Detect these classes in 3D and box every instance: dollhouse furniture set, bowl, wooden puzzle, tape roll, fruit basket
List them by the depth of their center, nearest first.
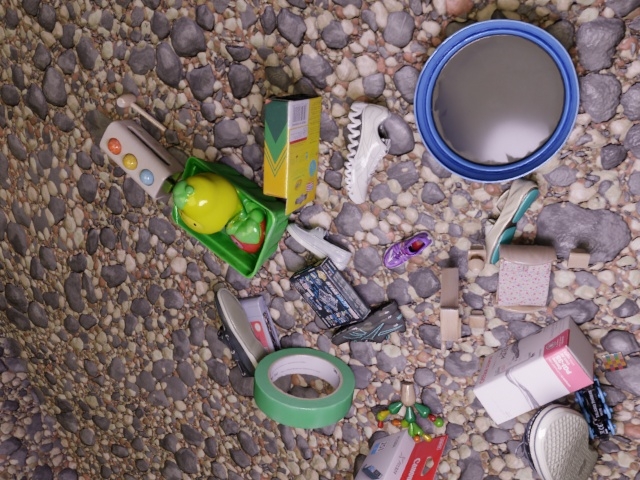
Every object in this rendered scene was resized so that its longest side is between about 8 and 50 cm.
[{"bbox_3d":[0.432,-0.343,1.341,0.391,0.077,0.391,9,112,23],"label":"bowl"},{"bbox_3d":[0.497,0.181,1.408,0.356,0.173,0.303,1,129,15],"label":"dollhouse furniture set"},{"bbox_3d":[0.788,0.326,1.444,0.083,0.006,0.049,-22,97,30],"label":"wooden puzzle"},{"bbox_3d":[-0.309,-0.081,1.605,0.392,0.392,0.283,31,118,13],"label":"fruit basket"},{"bbox_3d":[-0.052,0.460,1.712,0.321,0.321,0.077,15,114,20],"label":"tape roll"}]

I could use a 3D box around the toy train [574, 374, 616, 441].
[{"bbox_3d":[0.737,0.449,1.454,0.080,0.105,0.184,-19,100,17],"label":"toy train"}]

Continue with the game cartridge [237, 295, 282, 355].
[{"bbox_3d":[-0.247,0.347,1.924,0.196,0.060,0.294,-11,103,32],"label":"game cartridge"}]

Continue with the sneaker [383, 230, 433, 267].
[{"bbox_3d":[0.247,0.028,1.563,0.170,0.071,0.068,-38,89,31],"label":"sneaker"}]

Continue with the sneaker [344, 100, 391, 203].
[{"bbox_3d":[0.133,-0.240,1.510,0.118,0.110,0.292,8,112,14],"label":"sneaker"}]

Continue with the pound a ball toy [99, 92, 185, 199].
[{"bbox_3d":[-0.612,-0.319,1.817,0.319,0.136,0.208,43,120,6],"label":"pound a ball toy"}]

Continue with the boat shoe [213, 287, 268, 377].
[{"bbox_3d":[-0.294,0.325,1.837,0.113,0.127,0.340,-23,106,19],"label":"boat shoe"}]

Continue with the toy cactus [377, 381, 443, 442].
[{"bbox_3d":[0.278,0.547,1.723,0.219,0.112,0.180,-1,97,35],"label":"toy cactus"}]

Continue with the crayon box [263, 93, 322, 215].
[{"bbox_3d":[-0.080,-0.251,1.546,0.081,0.202,0.318,12,112,22],"label":"crayon box"}]

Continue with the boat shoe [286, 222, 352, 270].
[{"bbox_3d":[0.000,0.000,1.678,0.227,0.079,0.081,36,100,12],"label":"boat shoe"}]

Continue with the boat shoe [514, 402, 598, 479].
[{"bbox_3d":[0.596,0.526,1.390,0.156,0.500,0.186,27,79,41],"label":"boat shoe"}]

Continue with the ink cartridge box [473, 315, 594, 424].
[{"bbox_3d":[0.569,0.346,1.439,0.283,0.207,0.117,-38,87,30],"label":"ink cartridge box"}]

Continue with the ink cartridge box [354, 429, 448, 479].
[{"bbox_3d":[0.241,0.700,1.670,0.261,0.296,0.066,-31,92,30],"label":"ink cartridge box"}]

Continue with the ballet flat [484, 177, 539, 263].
[{"bbox_3d":[0.487,-0.055,1.423,0.086,0.086,0.248,30,116,14],"label":"ballet flat"}]

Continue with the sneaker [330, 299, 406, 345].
[{"bbox_3d":[0.147,0.286,1.685,0.267,0.101,0.106,-31,95,31],"label":"sneaker"}]

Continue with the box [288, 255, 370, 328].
[{"bbox_3d":[0.025,0.170,1.683,0.220,0.051,0.175,51,139,-10],"label":"box"}]
